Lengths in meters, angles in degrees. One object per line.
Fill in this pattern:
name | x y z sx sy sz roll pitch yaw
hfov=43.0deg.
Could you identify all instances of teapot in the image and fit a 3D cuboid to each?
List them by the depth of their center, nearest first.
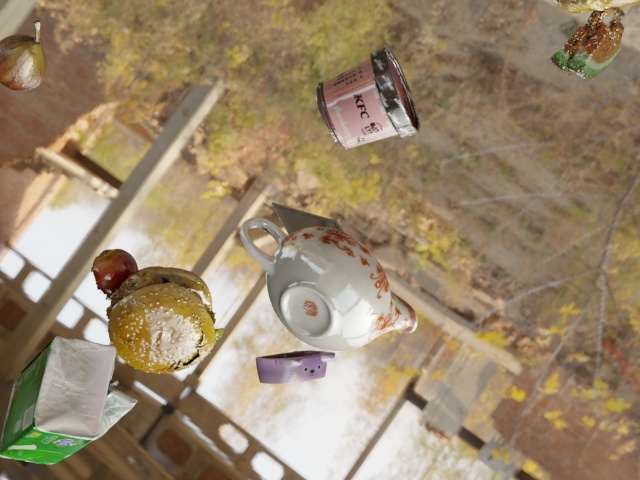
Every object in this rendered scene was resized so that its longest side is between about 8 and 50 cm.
teapot | -0.003 0.053 0.990 0.245 0.116 0.159 44 142 8

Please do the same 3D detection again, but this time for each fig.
fig | -0.469 -0.297 1.293 0.089 0.089 0.125 37 136 -24

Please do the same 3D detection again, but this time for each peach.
peach | -0.349 0.058 1.408 0.098 0.061 0.098 -15 -90 -73

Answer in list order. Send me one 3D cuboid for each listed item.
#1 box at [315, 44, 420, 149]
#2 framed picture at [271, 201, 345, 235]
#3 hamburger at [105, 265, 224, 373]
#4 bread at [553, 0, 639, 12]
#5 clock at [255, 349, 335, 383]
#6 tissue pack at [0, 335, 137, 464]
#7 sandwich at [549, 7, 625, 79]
box | 0.076 -0.227 1.336 0.151 0.135 0.151 -18 -90 -73
framed picture | 0.000 0.000 1.936 0.197 0.014 0.252 15 -154 -31
hamburger | -0.268 0.131 1.368 0.118 0.182 0.191 -119 10 -64
bread | 0.468 -0.439 1.291 0.294 0.167 0.132 -85 -16 -75
clock | -0.045 0.250 1.601 0.152 0.050 0.110 -1 178 -44
tissue pack | -0.386 0.257 1.261 0.156 0.148 0.209 17 147 -27
sandwich | 0.584 -0.414 1.709 0.079 0.159 0.235 43 -151 19
